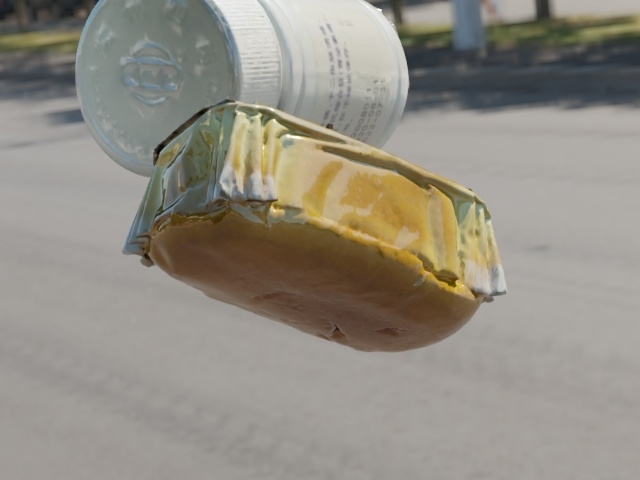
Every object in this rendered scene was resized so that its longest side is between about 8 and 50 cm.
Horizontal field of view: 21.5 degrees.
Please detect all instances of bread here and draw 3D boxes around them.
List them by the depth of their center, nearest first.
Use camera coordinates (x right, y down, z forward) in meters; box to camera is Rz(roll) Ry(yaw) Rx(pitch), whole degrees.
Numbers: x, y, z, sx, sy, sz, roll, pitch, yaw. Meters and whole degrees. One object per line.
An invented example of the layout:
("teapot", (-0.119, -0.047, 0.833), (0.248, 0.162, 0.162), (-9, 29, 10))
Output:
("bread", (0.000, 0.000, 1.157), (0.241, 0.107, 0.136), (22, -33, -30))

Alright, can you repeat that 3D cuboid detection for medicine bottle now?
("medicine bottle", (-0.068, -0.154, 1.605), (0.190, 0.190, 0.332), (-1, 3, 28))
